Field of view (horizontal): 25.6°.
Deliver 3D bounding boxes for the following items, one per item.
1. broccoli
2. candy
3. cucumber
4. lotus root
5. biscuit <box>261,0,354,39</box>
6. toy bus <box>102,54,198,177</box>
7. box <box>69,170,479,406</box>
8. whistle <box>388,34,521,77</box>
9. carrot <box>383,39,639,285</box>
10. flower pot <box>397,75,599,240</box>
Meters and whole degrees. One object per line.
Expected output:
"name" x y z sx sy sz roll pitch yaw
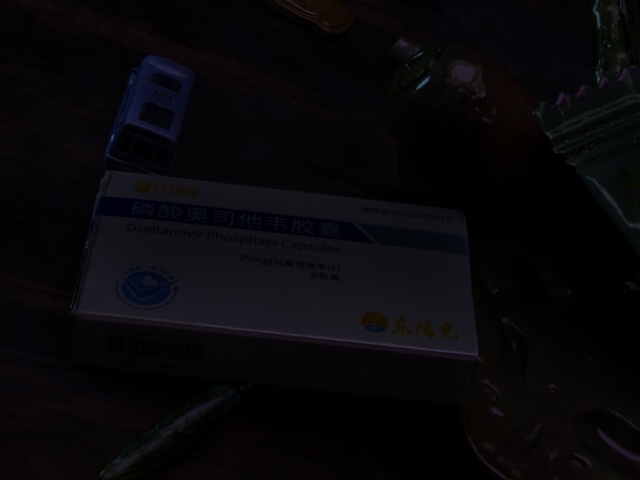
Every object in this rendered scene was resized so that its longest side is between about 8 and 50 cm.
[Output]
"broccoli" 0.349 -0.180 1.700 0.198 0.177 0.275 -3 84 -64
"candy" 0.374 0.013 1.297 0.263 0.172 0.398 -24 90 -40
"cucumber" -0.119 0.157 1.146 0.039 0.039 0.168 42 49 18
"lotus root" 0.238 0.155 1.336 0.390 0.111 0.375 41 41 17
"biscuit" -0.019 -0.311 1.802 0.140 0.023 0.118 28 36 1
"toy bus" -0.168 -0.131 1.441 0.073 0.076 0.167 20 37 -11
"box" -0.037 0.039 1.255 0.343 0.065 0.200 6 40 -4
"whistle" 0.183 -0.187 1.758 0.220 0.057 0.107 31 49 12
"carrot" 0.192 -0.068 1.347 0.302 0.139 0.139 35 34 -17
"flower pot" 0.196 -0.081 1.518 0.243 0.189 0.157 6 56 -35
